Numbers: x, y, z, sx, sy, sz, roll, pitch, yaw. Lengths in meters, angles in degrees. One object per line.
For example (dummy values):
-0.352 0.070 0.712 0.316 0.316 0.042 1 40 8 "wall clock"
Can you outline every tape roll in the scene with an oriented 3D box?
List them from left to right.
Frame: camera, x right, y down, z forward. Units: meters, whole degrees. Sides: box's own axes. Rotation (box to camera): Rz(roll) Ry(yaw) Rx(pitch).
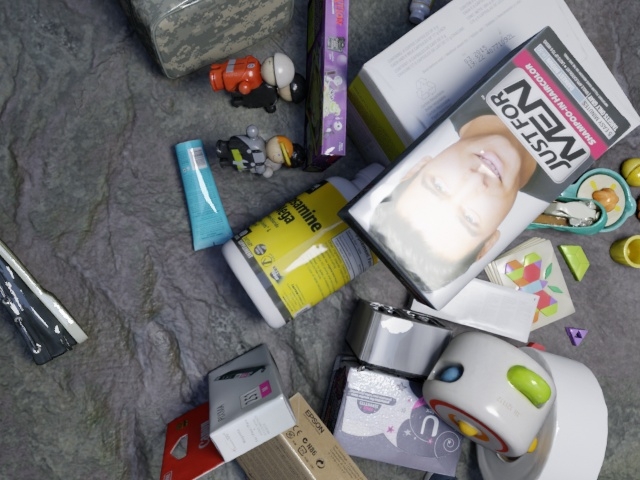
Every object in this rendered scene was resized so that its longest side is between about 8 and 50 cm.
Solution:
0.401 0.348 1.092 0.100 0.286 0.286 15 86 -9 "tape roll"

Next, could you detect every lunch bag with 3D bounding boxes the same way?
-0.233 -0.483 1.062 0.305 0.212 0.256 -31 77 -9 "lunch bag"

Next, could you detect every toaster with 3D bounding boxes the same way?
0.145 0.190 1.105 0.168 0.186 0.110 14 93 -8 "toaster"

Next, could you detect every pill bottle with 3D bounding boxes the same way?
0.000 0.000 1.086 0.334 0.188 0.187 -33 94 -9 "pill bottle"
0.210 -0.492 1.204 0.043 0.043 0.083 20 86 -8 "pill bottle"

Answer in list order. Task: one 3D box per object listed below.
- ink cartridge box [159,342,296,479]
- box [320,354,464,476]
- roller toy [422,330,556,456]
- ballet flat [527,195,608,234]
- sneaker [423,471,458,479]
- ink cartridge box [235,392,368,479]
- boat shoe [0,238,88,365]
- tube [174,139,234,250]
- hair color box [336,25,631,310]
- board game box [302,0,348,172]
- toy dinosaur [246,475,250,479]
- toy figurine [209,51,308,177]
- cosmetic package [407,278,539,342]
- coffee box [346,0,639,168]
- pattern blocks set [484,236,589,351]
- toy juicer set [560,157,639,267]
-0.176 0.295 1.005 0.239 0.275 0.060 -27 101 -7 "ink cartridge box"
0.142 0.331 1.122 0.247 0.142 0.163 15 87 -9 "box"
0.277 0.262 0.976 0.191 0.209 0.146 25 67 33 "roller toy"
0.450 -0.065 1.173 0.248 0.087 0.083 7 73 11 "ballet flat"
0.225 0.567 1.120 0.086 0.163 0.226 18 87 -10 "sneaker"
-0.035 0.415 1.041 0.234 0.193 0.088 51 46 9 "ink cartridge box"
-0.568 0.081 1.027 0.113 0.127 0.340 -43 104 -19 "boat shoe"
-0.229 -0.089 1.126 0.080 0.052 0.207 -14 96 -4 "tube"
0.225 -0.098 0.827 0.374 0.113 0.185 -43 95 -4 "hair color box"
0.008 -0.312 1.085 0.056 0.208 0.346 2 89 -6 "board game box"
-0.038 0.545 1.132 0.268 0.064 0.118 30 78 -10 "toy dinosaur"
-0.100 -0.222 1.063 0.148 0.213 0.209 -4 89 7 "toy figurine"
0.306 0.123 1.177 0.239 0.060 0.098 17 91 1 "cosmetic package"
0.267 -0.224 1.056 0.338 0.334 0.338 -36 94 -6 "coffee box"
0.445 0.100 1.234 0.285 0.026 0.324 -36 94 -8 "pattern blocks set"
0.611 -0.113 1.233 0.329 0.089 0.209 40 83 -5 "toy juicer set"
